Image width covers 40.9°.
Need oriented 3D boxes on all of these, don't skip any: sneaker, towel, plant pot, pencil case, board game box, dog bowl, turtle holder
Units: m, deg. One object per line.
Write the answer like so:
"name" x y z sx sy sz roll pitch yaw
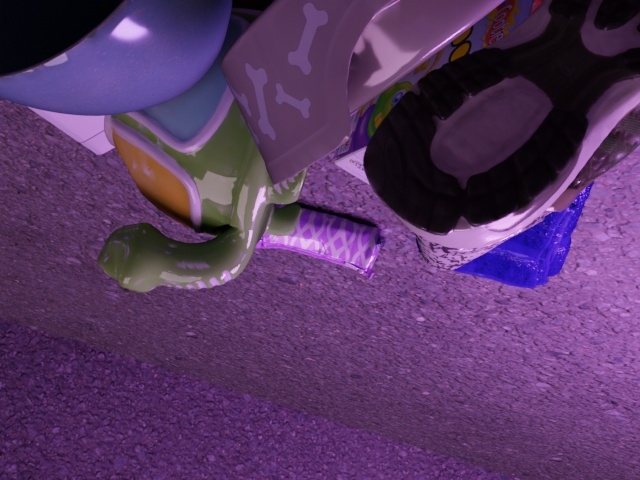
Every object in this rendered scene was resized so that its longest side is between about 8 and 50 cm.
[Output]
"sneaker" 0.215 -0.113 0.712 0.158 0.410 0.182 54 169 23
"towel" 0.243 -0.025 1.204 0.228 0.076 0.308 10 156 11
"plant pot" -0.193 -0.229 0.788 0.290 0.290 0.195 4 162 26
"pencil case" 0.000 0.000 1.403 0.206 0.088 0.086 15 155 5
"board game box" 0.163 -0.144 0.904 0.144 0.142 0.275 29 154 -27
"dog bowl" 0.073 -0.187 0.655 0.102 0.349 0.349 52 148 -8
"turtle holder" -0.119 -0.103 0.962 0.227 0.320 0.243 19 -169 0

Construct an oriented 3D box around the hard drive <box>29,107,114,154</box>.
"hard drive" -0.318 -0.251 1.019 0.233 0.047 0.353 -23 138 29
